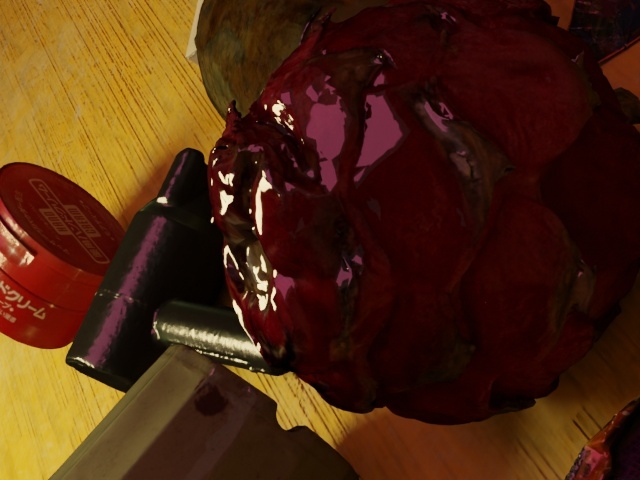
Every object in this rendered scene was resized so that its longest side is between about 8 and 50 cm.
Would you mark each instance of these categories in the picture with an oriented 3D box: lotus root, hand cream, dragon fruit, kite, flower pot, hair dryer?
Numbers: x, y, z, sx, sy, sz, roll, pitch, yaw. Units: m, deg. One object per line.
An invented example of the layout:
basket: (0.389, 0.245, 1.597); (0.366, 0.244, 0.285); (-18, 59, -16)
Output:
lotus root: (0.023, -0.164, 1.601); (0.250, 0.250, 0.346); (-59, 28, 4)
hand cream: (-0.316, 0.017, 2.073); (0.125, 0.193, 0.193); (-51, 28, 21)
dragon fruit: (0.077, -0.022, 1.309); (0.329, 0.329, 0.329); (-41, 33, 34)
kite: (0.223, -0.208, 1.484); (0.159, 0.010, 0.190); (23, 111, 39)
flower pot: (-0.121, 0.231, 1.463); (0.259, 0.290, 0.290); (-54, 26, -10)
hair dryer: (-0.095, 0.044, 1.786); (0.302, 0.116, 0.244); (10, 72, 50)

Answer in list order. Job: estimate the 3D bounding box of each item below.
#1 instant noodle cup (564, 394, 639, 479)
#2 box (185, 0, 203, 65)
instant noodle cup: (0.248, 0.196, 0.889); (0.190, 0.251, 0.251); (19, 80, 54)
box: (-0.047, -0.364, 2.117); (0.200, 0.065, 0.343); (-31, 39, 44)
